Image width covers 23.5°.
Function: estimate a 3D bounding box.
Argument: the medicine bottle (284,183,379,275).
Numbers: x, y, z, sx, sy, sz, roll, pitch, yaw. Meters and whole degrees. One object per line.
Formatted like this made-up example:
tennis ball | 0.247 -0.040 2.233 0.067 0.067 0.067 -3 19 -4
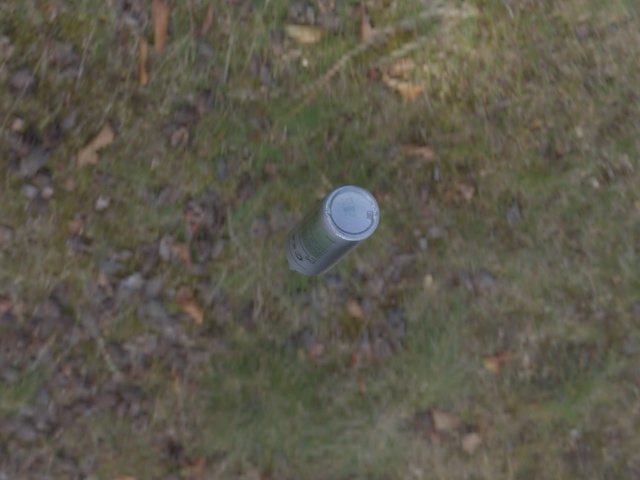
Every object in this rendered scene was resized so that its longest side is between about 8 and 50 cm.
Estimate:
medicine bottle | 0.000 0.000 1.513 0.058 0.057 0.199 22 159 -11
